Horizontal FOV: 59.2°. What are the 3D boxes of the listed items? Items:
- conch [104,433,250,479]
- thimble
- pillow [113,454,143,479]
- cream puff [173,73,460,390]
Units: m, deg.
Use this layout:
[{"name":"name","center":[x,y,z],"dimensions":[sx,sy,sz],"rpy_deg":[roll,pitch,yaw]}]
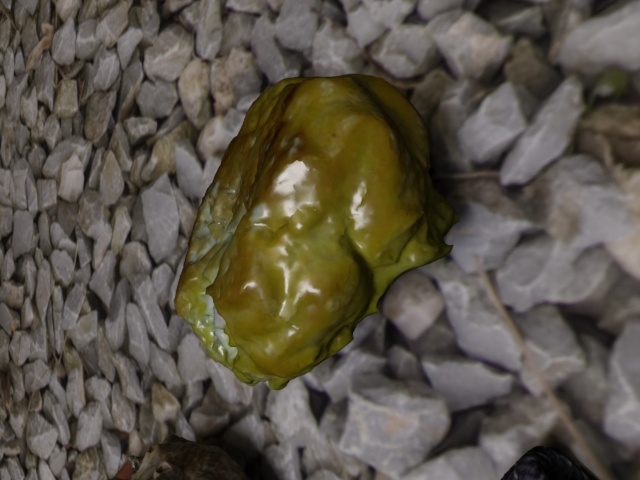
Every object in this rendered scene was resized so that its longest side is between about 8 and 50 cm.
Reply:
[{"name":"conch","center":[-0.132,0.357,0.522],"dimensions":[0.352,0.210,0.297],"rpy_deg":[14,75,35]},{"name":"thimble","center":[0.170,0.203,0.392],"dimensions":[0.066,0.095,0.104],"rpy_deg":[-55,45,20]},{"name":"pillow","center":[-0.251,0.389,0.722],"dimensions":[0.179,0.075,0.171],"rpy_deg":[-44,64,29]},{"name":"cream puff","center":[-0.001,0.002,0.473],"dimensions":[0.282,0.185,0.282],"rpy_deg":[-43,35,42]}]
